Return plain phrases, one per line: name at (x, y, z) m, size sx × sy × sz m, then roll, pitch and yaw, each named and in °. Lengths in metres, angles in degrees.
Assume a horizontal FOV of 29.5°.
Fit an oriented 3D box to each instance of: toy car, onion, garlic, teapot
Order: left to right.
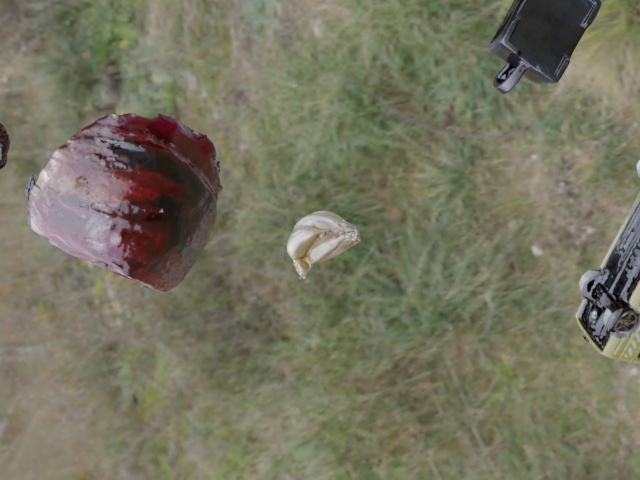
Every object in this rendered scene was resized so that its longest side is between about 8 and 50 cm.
onion at (-0.289, -0.063, 1.930) m, size 0.280 × 0.314 × 0.146 m, roll -60°, pitch 26°, yaw 6°
garlic at (0.001, -0.005, 1.699) m, size 0.094 × 0.113 × 0.074 m, roll -41°, pitch 76°, yaw 28°
teapot at (0.249, -0.246, 1.427) m, size 0.087 × 0.177 × 0.096 m, roll 33°, pitch 166°, yaw -16°
toy car at (0.401, 0.020, 1.413) m, size 0.101 × 0.124 × 0.256 m, roll -114°, pitch 43°, yaw -59°

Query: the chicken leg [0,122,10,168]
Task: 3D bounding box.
chicken leg at (-0.431, -0.148, 1.370) m, size 0.093 × 0.053 × 0.205 m, roll -45°, pitch 75°, yaw 5°
